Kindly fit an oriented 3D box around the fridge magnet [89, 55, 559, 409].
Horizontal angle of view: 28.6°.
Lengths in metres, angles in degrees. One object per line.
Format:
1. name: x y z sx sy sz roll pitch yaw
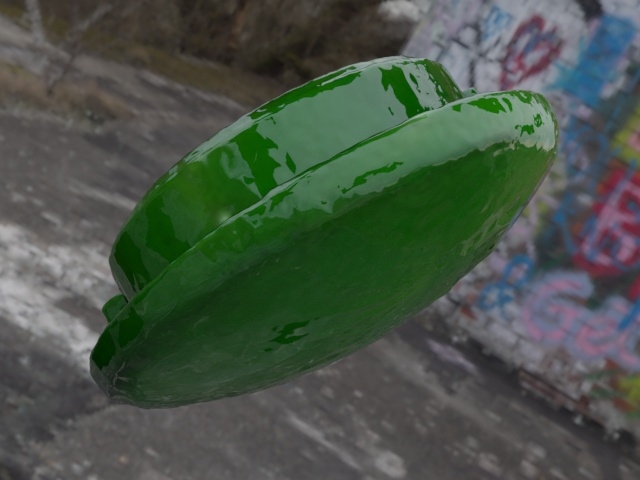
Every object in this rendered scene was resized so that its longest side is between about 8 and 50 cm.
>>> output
1. fridge magnet: 0.000 0.000 0.499 0.088 0.208 0.208 59 13 12
